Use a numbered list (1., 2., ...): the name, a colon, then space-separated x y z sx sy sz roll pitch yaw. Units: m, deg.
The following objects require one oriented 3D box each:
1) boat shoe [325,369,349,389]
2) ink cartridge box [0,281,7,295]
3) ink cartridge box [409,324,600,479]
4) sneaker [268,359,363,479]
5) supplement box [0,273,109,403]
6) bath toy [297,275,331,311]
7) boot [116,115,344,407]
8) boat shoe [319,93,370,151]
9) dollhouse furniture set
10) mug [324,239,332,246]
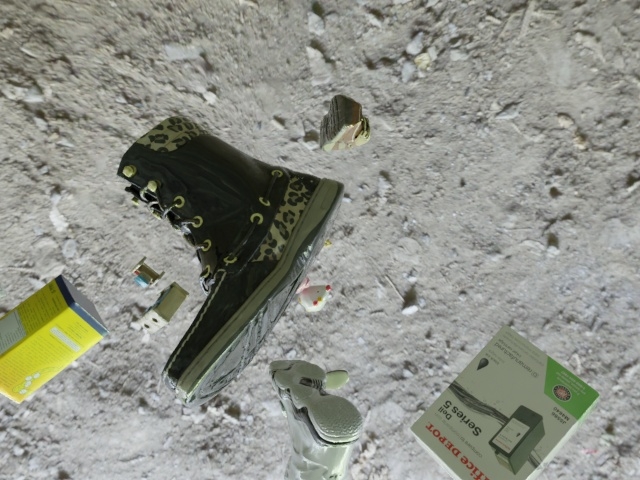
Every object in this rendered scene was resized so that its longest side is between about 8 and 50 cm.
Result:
1. boat shoe: 0.015 0.369 1.388 0.137 0.043 0.049 -28 96 18
2. ink cartridge box: -1.001 0.156 1.528 0.127 0.175 0.072 -28 95 -22
3. ink cartridge box: 0.330 0.326 0.964 0.273 0.198 0.115 -45 146 -9
4. sneaker: -0.038 0.418 1.200 0.137 0.366 0.210 6 99 -27
5. supplement box: -0.933 0.323 1.762 0.356 0.194 0.195 -39 135 -14
6. bath toy: -0.096 0.122 1.858 0.129 0.151 0.348 -33 115 31
7. boot: -0.102 0.000 0.439 0.179 0.085 0.236 28 53 8
8. boat shoe: 0.076 -0.310 1.423 0.120 0.324 0.122 4 92 -9
9. dollhouse furniture set: -0.542 0.174 1.665 0.184 0.129 0.129 44 133 -15
10. mug: -0.004 0.000 1.863 0.062 0.064 0.078 -36 80 28
